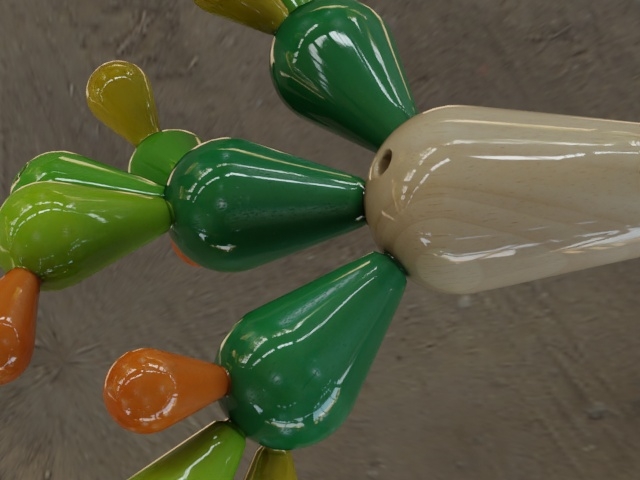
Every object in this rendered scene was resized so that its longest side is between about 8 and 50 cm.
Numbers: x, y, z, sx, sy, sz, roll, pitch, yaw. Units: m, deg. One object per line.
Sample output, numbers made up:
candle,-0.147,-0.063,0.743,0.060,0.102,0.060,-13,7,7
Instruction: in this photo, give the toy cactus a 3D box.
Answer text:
toy cactus,0.000,0.000,0.457,0.180,0.112,0.219,-2,45,18
